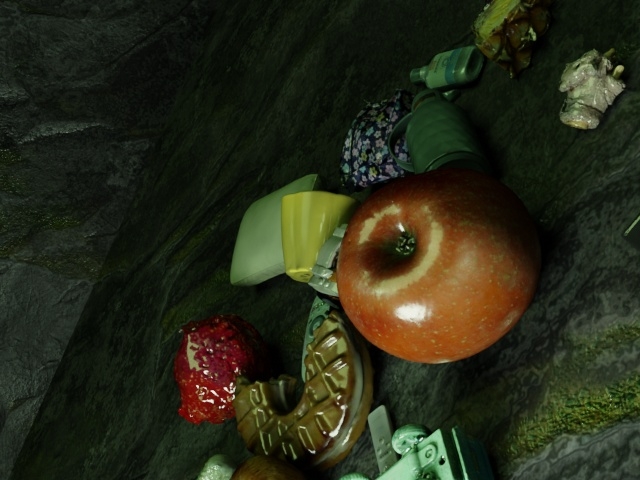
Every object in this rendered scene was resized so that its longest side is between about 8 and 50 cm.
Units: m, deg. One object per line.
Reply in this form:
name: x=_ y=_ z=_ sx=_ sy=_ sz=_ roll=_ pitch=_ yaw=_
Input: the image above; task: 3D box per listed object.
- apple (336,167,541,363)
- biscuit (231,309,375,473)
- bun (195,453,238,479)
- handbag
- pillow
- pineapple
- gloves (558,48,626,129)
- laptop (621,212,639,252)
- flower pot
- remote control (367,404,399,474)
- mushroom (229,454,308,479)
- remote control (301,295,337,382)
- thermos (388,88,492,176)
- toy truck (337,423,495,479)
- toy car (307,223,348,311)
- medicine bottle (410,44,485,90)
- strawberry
apple: x=0.196 y=0.038 z=1.543 sx=0.348 sy=0.277 sz=0.349 roll=-19 pitch=58 yaw=33
biscuit: x=-0.032 y=0.329 z=1.830 sx=0.366 sy=0.115 sz=0.268 roll=-43 pitch=50 yaw=32
bun: x=-0.236 y=0.582 z=1.992 sx=0.213 sy=0.126 sz=0.204 roll=-59 pitch=2 yaw=-4
handbag: x=0.135 y=-0.216 z=2.044 sx=0.207 sy=0.126 sz=0.229 roll=-18 pitch=52 yaw=60
pillow: x=-0.107 y=-0.024 z=2.286 sx=0.322 sy=0.119 sz=0.256 roll=-21 pitch=49 yaw=50
pineapple: x=0.389 y=-0.447 z=1.864 sx=0.186 sy=0.114 sz=0.237 roll=-7 pitch=51 yaw=57
gloves: x=0.466 y=-0.267 z=1.590 sx=0.110 sy=0.094 sz=0.144 roll=155 pitch=127 yaw=-64
laptop: x=0.547 y=-0.048 z=1.349 sx=0.197 sy=0.016 sz=0.135 roll=-54 pitch=31 yaw=16
flower pot: x=0.000 y=0.000 z=2.041 sx=0.195 sy=0.195 sz=0.179 roll=-16 pitch=64 yaw=53
remote control: x=0.125 y=0.391 z=1.668 sx=0.050 sy=0.027 sz=0.184 roll=-45 pitch=38 yaw=32
mushroom: x=-0.130 y=0.564 z=1.681 sx=0.345 sy=0.259 sz=0.346 roll=-173 pitch=90 yaw=-67
remote control: x=0.005 y=0.208 z=1.993 sx=0.097 sy=0.045 sz=0.256 roll=-30 pitch=39 yaw=40
thermos: x=0.232 y=-0.193 z=1.841 sx=0.182 sy=0.145 sz=0.287 roll=-28 pitch=38 yaw=15
toy truck: x=0.148 y=0.422 z=1.466 sx=0.279 sy=0.156 sz=0.155 roll=-47 pitch=33 yaw=28
toy car: x=0.112 y=0.060 z=1.830 sx=0.301 sy=0.118 sz=0.193 roll=17 pitch=71 yaw=51
medicine bottle: x=0.276 y=-0.377 z=2.021 sx=0.208 sy=0.053 sz=0.090 roll=2 pitch=69 yaw=59
strawberry: x=-0.213 y=0.304 z=2.084 sx=0.220 sy=0.274 sz=0.274 roll=14 pitch=77 yaw=29
